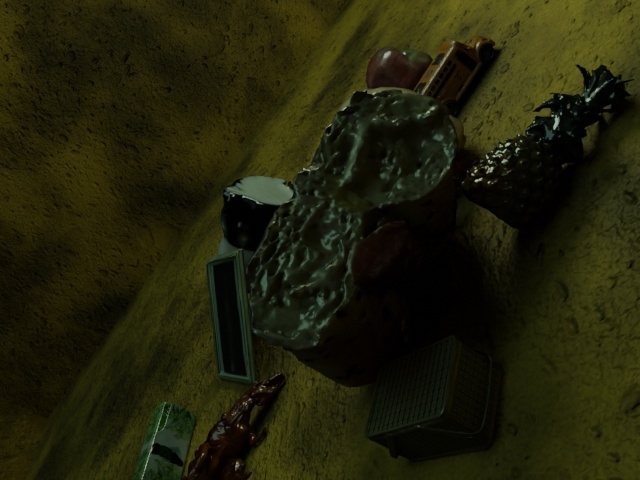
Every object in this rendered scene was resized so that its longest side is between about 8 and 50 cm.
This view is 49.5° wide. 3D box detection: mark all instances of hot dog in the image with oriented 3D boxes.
[{"bbox_3d":[0.072,0.031,0.970,0.367,0.196,0.365,-59,-17,-14],"label":"hot dog"}]

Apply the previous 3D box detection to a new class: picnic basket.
[{"bbox_3d":[0.137,0.199,0.856,0.164,0.079,0.115,-35,30,47],"label":"picnic basket"}]

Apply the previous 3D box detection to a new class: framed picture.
[{"bbox_3d":[-0.204,0.173,1.547,0.231,0.018,0.293,-16,81,62],"label":"framed picture"}]

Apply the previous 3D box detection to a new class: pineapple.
[{"bbox_3d":[0.305,-0.132,0.930,0.251,0.125,0.125,-48,21,7],"label":"pineapple"}]

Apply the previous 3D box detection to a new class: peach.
[{"bbox_3d":[0.172,-0.353,1.536,0.152,0.152,0.152,-47,22,26],"label":"peach"}]

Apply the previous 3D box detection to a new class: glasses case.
[{"bbox_3d":[-0.350,0.491,1.537,0.062,0.095,0.272,-40,26,29],"label":"glasses case"}]

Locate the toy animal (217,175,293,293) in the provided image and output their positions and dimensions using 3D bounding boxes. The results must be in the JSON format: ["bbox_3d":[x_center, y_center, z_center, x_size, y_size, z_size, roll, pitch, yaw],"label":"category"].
[{"bbox_3d":[-0.134,-0.009,1.630,0.212,0.213,0.266,-93,9,-59],"label":"toy animal"}]

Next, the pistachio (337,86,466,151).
[{"bbox_3d":[0.135,-0.170,1.247,0.230,0.230,0.309,-54,17,9],"label":"pistachio"}]

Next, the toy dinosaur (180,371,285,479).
[{"bbox_3d":[-0.207,0.429,1.295,0.432,0.097,0.208,-52,6,3],"label":"toy dinosaur"}]

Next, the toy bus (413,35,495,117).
[{"bbox_3d":[0.254,-0.324,1.358,0.194,0.088,0.083,-57,19,1],"label":"toy bus"}]
